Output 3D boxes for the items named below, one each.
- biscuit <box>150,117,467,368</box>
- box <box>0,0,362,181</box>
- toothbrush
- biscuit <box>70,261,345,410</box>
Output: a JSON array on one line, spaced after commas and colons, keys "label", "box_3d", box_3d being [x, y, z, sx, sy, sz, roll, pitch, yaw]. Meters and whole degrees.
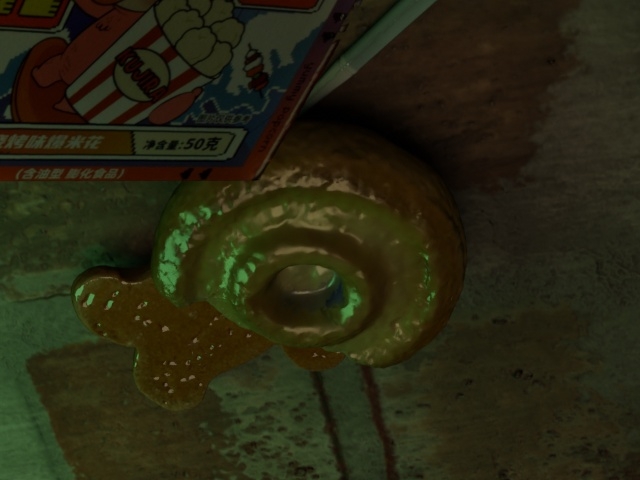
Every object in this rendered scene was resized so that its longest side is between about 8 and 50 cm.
[{"label": "biscuit", "box_3d": [0.000, 0.001, 1.453, 0.274, 0.091, 0.213, 16, 124, -10]}, {"label": "box", "box_3d": [-0.171, -0.231, 1.156, 0.348, 0.257, 0.319, -2, 134, -44]}, {"label": "toothbrush", "box_3d": [0.040, -0.162, 1.425, 0.025, 0.030, 0.342, 35, 117, -26]}, {"label": "biscuit", "box_3d": [-0.052, 0.044, 1.561, 0.324, 0.049, 0.205, -24, 122, 16]}]
